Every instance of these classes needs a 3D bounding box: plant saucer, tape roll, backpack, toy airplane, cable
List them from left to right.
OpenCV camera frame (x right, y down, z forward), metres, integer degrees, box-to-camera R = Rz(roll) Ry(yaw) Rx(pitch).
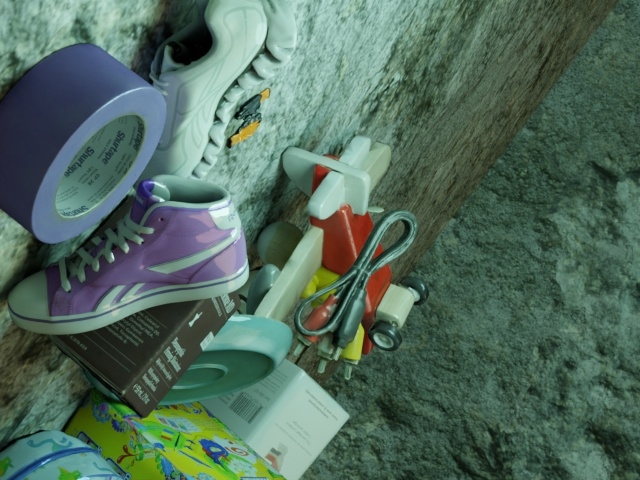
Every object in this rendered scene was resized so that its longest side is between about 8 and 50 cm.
[{"bbox_3d":[-0.423,0.440,1.608,0.290,0.273,0.355,32,82,-57],"label":"backpack"},{"bbox_3d":[-0.245,-0.095,1.128,0.189,0.080,0.189,-48,166,-16],"label":"tape roll"},{"bbox_3d":[-0.194,0.189,1.705,0.318,0.043,0.317,-10,157,-4],"label":"plant saucer"},{"bbox_3d":[0.000,0.000,1.920,0.386,0.272,0.384,8,87,-57],"label":"toy airplane"},{"bbox_3d":[0.044,0.068,1.782,0.072,0.139,0.287,-3,-118,67],"label":"cable"}]

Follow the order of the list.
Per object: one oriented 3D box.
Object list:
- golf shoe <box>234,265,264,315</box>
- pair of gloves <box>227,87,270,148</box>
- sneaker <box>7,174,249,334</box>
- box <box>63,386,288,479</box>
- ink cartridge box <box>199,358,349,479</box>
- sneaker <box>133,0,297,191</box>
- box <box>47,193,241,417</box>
[{"bbox_3d":[-0.152,0.135,2.055,0.198,0.077,0.094,-57,166,14],"label":"golf shoe"},{"bbox_3d":[-0.099,-0.170,1.585,0.074,0.010,0.083,-42,162,-37],"label":"pair of gloves"},{"bbox_3d":[-0.230,0.003,1.295,0.282,0.102,0.161,-16,132,-10],"label":"sneaker"},{"bbox_3d":[-0.235,0.392,1.823,0.177,0.279,0.290,-58,150,6],"label":"box"},{"bbox_3d":[-0.176,0.390,2.145,0.384,0.279,0.160,-50,124,-10],"label":"ink cartridge box"},{"bbox_3d":[-0.150,-0.164,1.270,0.118,0.110,0.292,5,132,-45],"label":"sneaker"},{"bbox_3d":[-0.232,0.087,1.449,0.203,0.167,0.168,-50,167,-14],"label":"box"}]
